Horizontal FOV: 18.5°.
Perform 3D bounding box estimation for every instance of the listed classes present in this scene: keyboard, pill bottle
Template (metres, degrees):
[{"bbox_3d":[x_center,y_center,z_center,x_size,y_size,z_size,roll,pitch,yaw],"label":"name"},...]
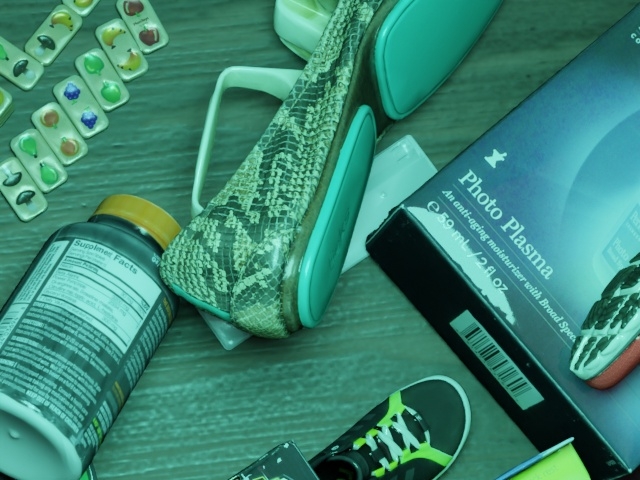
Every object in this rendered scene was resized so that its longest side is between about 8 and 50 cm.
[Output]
[{"bbox_3d":[0.000,0.000,1.767,0.256,0.014,0.072,-34,88,-13],"label":"keyboard"},{"bbox_3d":[-0.201,0.075,1.645,0.130,0.130,0.245,29,55,0],"label":"pill bottle"}]

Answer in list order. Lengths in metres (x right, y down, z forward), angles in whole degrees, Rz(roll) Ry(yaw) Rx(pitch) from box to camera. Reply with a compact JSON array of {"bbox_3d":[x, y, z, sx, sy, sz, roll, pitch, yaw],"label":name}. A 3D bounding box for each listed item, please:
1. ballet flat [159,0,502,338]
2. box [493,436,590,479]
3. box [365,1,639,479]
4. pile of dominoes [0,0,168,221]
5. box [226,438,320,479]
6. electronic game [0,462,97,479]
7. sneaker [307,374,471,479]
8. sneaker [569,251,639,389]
[{"bbox_3d":[0.002,-0.131,1.707,0.182,0.164,0.483,18,59,20],"label":"ballet flat"},{"bbox_3d":[0.157,0.217,1.648,0.109,0.178,0.042,-29,82,-13],"label":"box"},{"bbox_3d":[0.251,0.006,1.708,0.294,0.183,0.296,-40,87,-15],"label":"box"},{"bbox_3d":[-0.265,-0.165,1.757,0.196,0.040,0.251,35,75,2],"label":"pile of dominoes"},{"bbox_3d":[-0.063,0.356,1.539,0.293,0.073,0.295,-33,85,-21],"label":"box"},{"bbox_3d":[-0.301,0.226,1.654,0.229,0.048,0.229,2,76,-7],"label":"electronic game"},{"bbox_3d":[0.041,0.199,1.679,0.235,0.097,0.084,-38,84,-14],"label":"sneaker"},{"bbox_3d":[0.325,0.040,1.569,0.279,0.107,0.118,-38,98,-12],"label":"sneaker"}]
